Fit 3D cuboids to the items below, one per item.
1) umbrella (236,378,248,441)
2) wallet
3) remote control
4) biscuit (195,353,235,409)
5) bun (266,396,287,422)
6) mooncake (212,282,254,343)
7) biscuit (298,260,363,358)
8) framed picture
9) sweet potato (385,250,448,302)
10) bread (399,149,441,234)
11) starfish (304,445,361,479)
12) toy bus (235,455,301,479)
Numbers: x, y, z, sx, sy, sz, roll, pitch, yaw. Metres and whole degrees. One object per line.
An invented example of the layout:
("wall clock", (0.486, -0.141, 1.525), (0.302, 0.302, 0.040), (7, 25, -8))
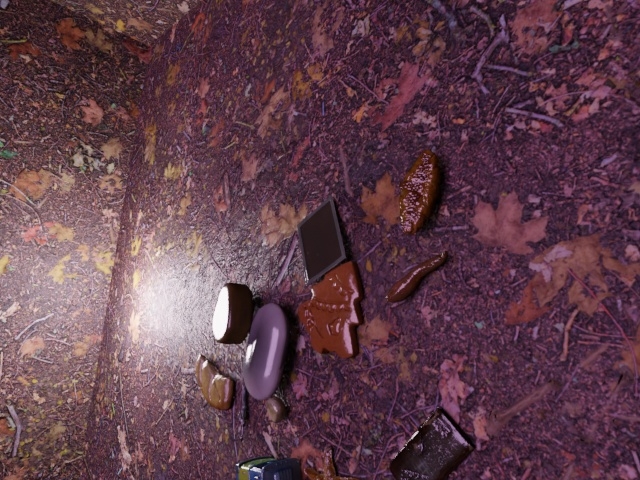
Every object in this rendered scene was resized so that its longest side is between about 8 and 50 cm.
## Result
("umbrella", (-0.286, 0.603, 1.610), (0.044, 0.044, 0.268), (106, 166, -68))
("wallet", (0.257, 0.522, 1.040), (0.122, 0.031, 0.232), (48, 116, 40))
("remote control", (-0.189, 0.381, 1.497), (0.221, 0.104, 0.332), (11, 90, 54))
("biscuit", (-0.441, 0.588, 1.769), (0.299, 0.045, 0.154), (16, 94, 48))
("bun", (-0.144, 0.561, 1.444), (0.086, 0.055, 0.086), (29, 127, 49))
("mooncake", (-0.324, 0.285, 1.639), (0.235, 0.117, 0.234), (-31, 52, 51))
("biscuit", (0.040, 0.203, 1.336), (0.284, 0.043, 0.306), (29, 103, 47))
("framed picture", (0.000, 0.000, 1.425), (0.197, 0.014, 0.252), (-39, 48, 35))
("sweet potato", (0.254, 0.094, 1.130), (0.214, 0.050, 0.050), (-46, 51, 26))
("bread", (0.263, -0.122, 1.147), (0.105, 0.076, 0.233), (11, 83, 36))
("starfish", (0.037, 0.719, 1.227), (0.227, 0.043, 0.240), (-13, 75, 46))
("toy bus", (-0.157, 0.843, 1.326), (0.190, 0.152, 0.312), (-24, 65, 43))
